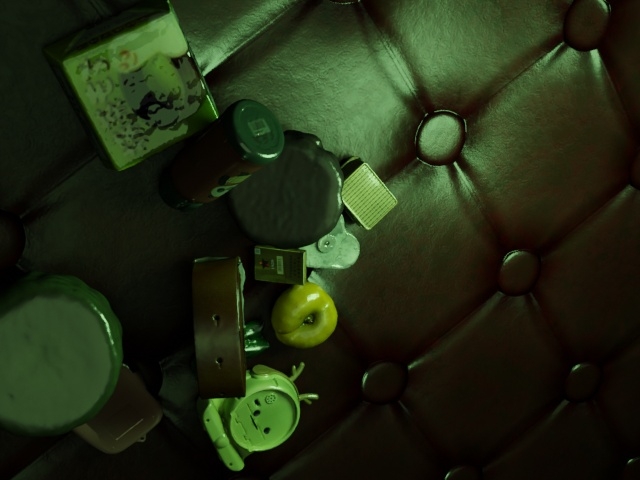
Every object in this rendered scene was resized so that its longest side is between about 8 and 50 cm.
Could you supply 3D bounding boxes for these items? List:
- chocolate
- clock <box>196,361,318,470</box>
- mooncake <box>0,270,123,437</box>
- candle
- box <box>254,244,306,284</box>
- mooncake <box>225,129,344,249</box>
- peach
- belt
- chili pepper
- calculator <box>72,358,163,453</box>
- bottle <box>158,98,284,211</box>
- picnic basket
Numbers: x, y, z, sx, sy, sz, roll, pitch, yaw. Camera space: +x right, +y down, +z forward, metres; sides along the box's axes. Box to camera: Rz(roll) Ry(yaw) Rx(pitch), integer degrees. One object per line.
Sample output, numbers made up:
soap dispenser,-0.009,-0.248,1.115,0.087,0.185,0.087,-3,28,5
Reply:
chocolate,-0.389,-0.326,1.701,0.288,0.137,0.301,-28,117,-9
clock,-0.155,0.444,2.099,0.308,0.096,0.235,-27,116,-11
mooncake,-0.617,0.246,1.774,0.356,0.194,0.357,-1,95,-15
candle,0.000,0.000,2.011,0.168,0.068,0.192,-35,114,-4
box,-0.099,0.060,1.977,0.133,0.023,0.090,5,109,17
mooncake,-0.081,-0.120,1.872,0.283,0.141,0.283,1,104,2
peach,-0.045,0.193,2.044,0.179,0.103,0.179,-6,113,-16
belt,-0.236,0.207,1.899,0.122,0.217,0.339,-3,94,-3
chili pepper,-0.228,0.281,2.030,0.224,0.061,0.098,-31,103,-4
calculator,-0.532,0.392,1.962,0.220,0.048,0.330,-39,117,-5
bottle,-0.231,-0.170,1.738,0.144,0.336,0.144,21,56,-35
picnic basket,0.100,-0.119,1.997,0.115,0.079,0.164,-43,118,-1
